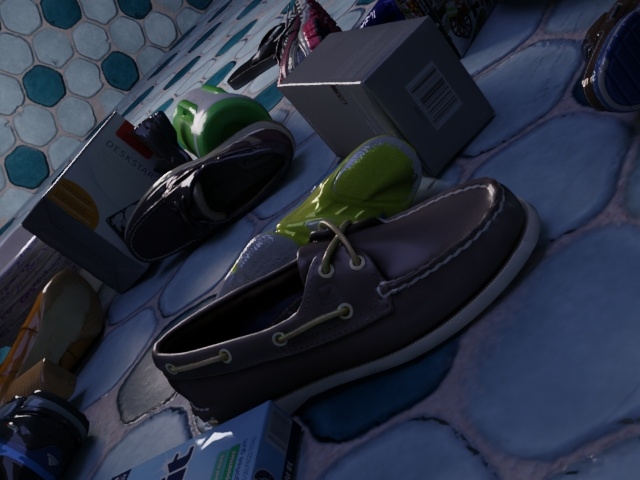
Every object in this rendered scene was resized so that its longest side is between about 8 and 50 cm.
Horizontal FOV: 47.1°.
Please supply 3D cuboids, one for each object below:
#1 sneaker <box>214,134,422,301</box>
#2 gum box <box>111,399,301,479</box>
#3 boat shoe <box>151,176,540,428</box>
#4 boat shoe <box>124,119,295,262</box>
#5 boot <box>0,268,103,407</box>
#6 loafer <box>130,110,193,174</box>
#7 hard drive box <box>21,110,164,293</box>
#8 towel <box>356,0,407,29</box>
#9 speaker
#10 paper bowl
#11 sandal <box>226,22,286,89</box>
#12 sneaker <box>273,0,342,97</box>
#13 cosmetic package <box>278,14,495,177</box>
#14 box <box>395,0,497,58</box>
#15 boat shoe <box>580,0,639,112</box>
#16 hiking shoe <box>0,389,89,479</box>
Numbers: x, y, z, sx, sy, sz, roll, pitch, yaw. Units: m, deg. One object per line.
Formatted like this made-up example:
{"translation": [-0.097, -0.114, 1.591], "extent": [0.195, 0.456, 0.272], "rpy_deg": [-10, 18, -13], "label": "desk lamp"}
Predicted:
{"translation": [0.000, 0.000, 0.703], "extent": [0.240, 0.091, 0.126], "rpy_deg": [-42, 5, 4], "label": "sneaker"}
{"translation": [-0.105, 0.216, 0.528], "extent": [0.184, 0.041, 0.157], "rpy_deg": [-31, 26, 27], "label": "gum box"}
{"translation": [0.009, 0.044, 0.569], "extent": [0.324, 0.096, 0.116], "rpy_deg": [-33, 25, 23], "label": "boat shoe"}
{"translation": [-0.156, -0.059, 1.005], "extent": [0.285, 0.102, 0.092], "rpy_deg": [-33, 20, 9], "label": "boat shoe"}
{"translation": [-0.414, 0.177, 1.005], "extent": [0.211, 0.104, 0.295], "rpy_deg": [-37, 28, 13], "label": "boot"}
{"translation": [-0.238, -0.123, 1.170], "extent": [0.061, 0.170, 0.062], "rpy_deg": [-30, -13, -14], "label": "loafer"}
{"translation": [-0.319, -0.063, 1.152], "extent": [0.089, 0.181, 0.232], "rpy_deg": [-37, 23, 37], "label": "hard drive box"}
{"translation": [0.132, -0.346, 1.049], "extent": [0.308, 0.076, 0.228], "rpy_deg": [-57, 8, -29], "label": "towel"}
{"translation": [-0.160, -0.178, 1.176], "extent": [0.131, 0.131, 0.296], "rpy_deg": [-45, 24, -3], "label": "speaker"}
{"translation": [-0.473, 0.068, 1.226], "extent": [0.284, 0.148, 0.284], "rpy_deg": [-34, 25, 19], "label": "paper bowl"}
{"translation": [-0.117, -0.413, 1.593], "extent": [0.255, 0.054, 0.097], "rpy_deg": [-29, 27, 29], "label": "sandal"}
{"translation": [-0.026, -0.331, 1.234], "extent": [0.112, 0.121, 0.299], "rpy_deg": [-38, 23, 20], "label": "sneaker"}
{"translation": [0.060, -0.154, 0.790], "extent": [0.107, 0.127, 0.238], "rpy_deg": [-47, 22, -11], "label": "cosmetic package"}
{"translation": [0.167, -0.355, 0.915], "extent": [0.044, 0.159, 0.233], "rpy_deg": [-4, 45, 48], "label": "box"}
{"translation": [0.247, -0.154, 0.582], "extent": [0.183, 0.066, 0.066], "rpy_deg": [-45, 17, -30], "label": "boat shoe"}
{"translation": [-0.393, 0.272, 0.798], "extent": [0.304, 0.113, 0.132], "rpy_deg": [-33, 25, 22], "label": "hiking shoe"}
